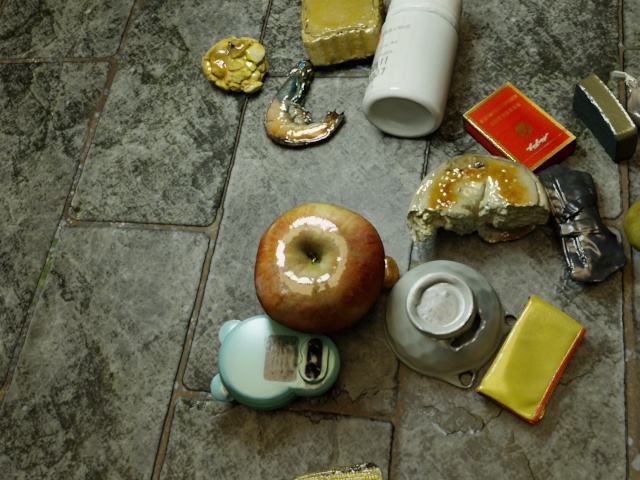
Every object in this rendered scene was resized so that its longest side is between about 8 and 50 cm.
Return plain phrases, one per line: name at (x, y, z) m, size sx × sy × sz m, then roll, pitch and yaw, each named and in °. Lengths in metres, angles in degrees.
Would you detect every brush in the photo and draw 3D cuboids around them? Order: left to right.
brush at (0.669, -0.289, 1.574) m, size 0.059 × 0.123 × 0.197 m, roll -27°, pitch 61°, yaw 4°

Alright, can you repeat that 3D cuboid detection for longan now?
longan at (0.731, -0.043, 1.418) m, size 0.154 × 0.176 × 0.145 m, roll -35°, pitch 46°, yaw -20°

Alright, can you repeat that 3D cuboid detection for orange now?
orange at (0.147, 0.075, 1.567) m, size 0.086 × 0.062 × 0.086 m, roll -9°, pitch 68°, yaw 24°

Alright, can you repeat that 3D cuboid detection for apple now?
apple at (0.002, 0.067, 1.463) m, size 0.301 × 0.301 × 0.302 m, roll -5°, pitch 64°, yaw 11°

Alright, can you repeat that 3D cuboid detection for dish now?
dish at (0.269, 0.158, 1.465) m, size 0.303 × 0.120 × 0.303 m, roll -6°, pitch 64°, yaw 12°

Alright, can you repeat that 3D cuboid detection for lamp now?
lamp at (-0.097, 0.271, 1.485) m, size 0.284 × 0.147 × 0.209 m, roll -5°, pitch 66°, yaw 21°

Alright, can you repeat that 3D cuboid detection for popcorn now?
popcorn at (-0.230, -0.500, 1.893) m, size 0.194 × 0.163 × 0.140 m, roll -16°, pitch 36°, yaw 41°

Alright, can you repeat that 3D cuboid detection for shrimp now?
shrimp at (-0.028, -0.381, 1.829) m, size 0.222 × 0.054 × 0.290 m, roll 13°, pitch 69°, yaw 19°

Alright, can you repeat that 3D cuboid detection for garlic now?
garlic at (0.768, -0.350, 1.574) m, size 0.127 × 0.131 × 0.194 m, roll -20°, pitch 59°, yaw -30°

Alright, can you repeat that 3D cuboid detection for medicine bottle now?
medicine bottle at (0.242, -0.471, 1.717) m, size 0.211 × 0.211 × 0.371 m, roll 8°, pitch 67°, yaw 17°

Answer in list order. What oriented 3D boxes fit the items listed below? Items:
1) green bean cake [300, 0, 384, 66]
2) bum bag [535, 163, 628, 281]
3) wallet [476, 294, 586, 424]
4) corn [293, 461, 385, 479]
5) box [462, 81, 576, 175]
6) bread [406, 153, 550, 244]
green bean cake at (0.067, -0.600, 1.853) m, size 0.229 × 0.131 × 0.224 m, roll -7°, pitch 53°, yaw 11°
bum bag at (0.585, -0.046, 1.503) m, size 0.137 × 0.074 × 0.310 m, roll -8°, pitch 64°, yaw -5°
wallet at (0.446, 0.253, 1.410) m, size 0.141 × 0.067 × 0.241 m, roll 31°, pitch 79°, yaw 13°
corn at (0.034, 0.510, 1.387) m, size 0.203 × 0.072 × 0.072 m, roll -13°, pitch 63°, yaw 6°
box at (0.485, -0.264, 1.640) m, size 0.153 × 0.074 × 0.240 m, roll -35°, pitch 61°, yaw -8°
bread at (0.349, -0.099, 1.537) m, size 0.314 × 0.171 × 0.192 m, roll -10°, pitch 60°, yaw 8°
